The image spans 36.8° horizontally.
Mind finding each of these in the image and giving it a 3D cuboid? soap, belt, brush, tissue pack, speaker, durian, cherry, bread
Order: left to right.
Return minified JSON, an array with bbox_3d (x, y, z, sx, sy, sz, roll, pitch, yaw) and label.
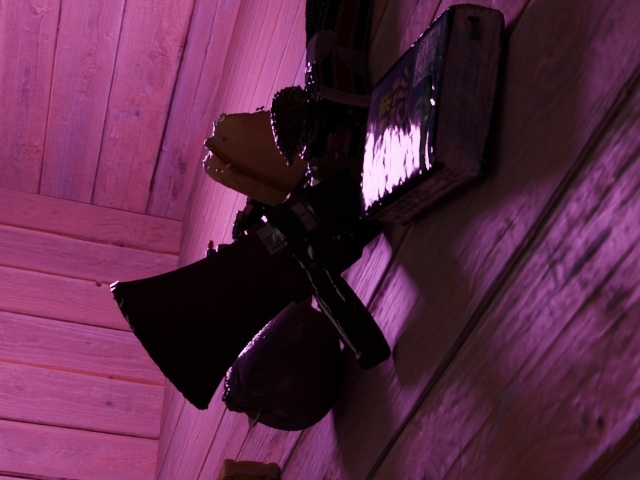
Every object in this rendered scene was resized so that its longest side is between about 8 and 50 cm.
[{"bbox_3d":[-0.144,0.456,1.600,0.037,0.092,0.252,-98,23,-50],"label":"soap"},{"bbox_3d":[-0.160,0.281,1.886,0.113,0.060,0.082,111,161,-45],"label":"bread"},{"bbox_3d":[-0.101,-0.176,1.669,0.240,0.178,0.135,131,161,-63],"label":"bread"},{"bbox_3d":[-0.065,0.060,1.155,0.329,0.198,0.259,-33,26,2],"label":"speaker"},{"bbox_3d":[-0.048,-0.169,1.371,0.066,0.052,0.130,113,161,-68],"label":"durian"},{"bbox_3d":[-0.042,0.174,1.291,0.176,0.140,0.176,-50,12,15],"label":"cherry"},{"bbox_3d":[0.000,0.000,1.393,0.071,0.084,0.301,-95,14,-47],"label":"brush"},{"bbox_3d":[0.023,-0.270,1.456,0.126,0.094,0.359,118,159,-54],"label":"belt"},{"bbox_3d":[0.109,-0.121,1.004,0.235,0.073,0.173,140,139,-71],"label":"tissue pack"}]

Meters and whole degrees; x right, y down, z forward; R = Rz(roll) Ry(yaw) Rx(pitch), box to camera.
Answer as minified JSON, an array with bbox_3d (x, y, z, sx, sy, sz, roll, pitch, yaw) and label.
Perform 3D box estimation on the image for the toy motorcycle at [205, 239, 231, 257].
[{"bbox_3d":[-0.219,0.124,2.148,0.182,0.124,0.272,102,172,-59],"label":"toy motorcycle"}]

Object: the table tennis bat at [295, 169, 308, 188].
[{"bbox_3d":[-0.062,0.053,1.678,0.224,0.054,0.368,-108,34,-69],"label":"table tennis bat"}]

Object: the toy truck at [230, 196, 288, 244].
[{"bbox_3d":[-0.118,-0.018,1.799,0.192,0.083,0.092,-73,-6,-60],"label":"toy truck"}]
